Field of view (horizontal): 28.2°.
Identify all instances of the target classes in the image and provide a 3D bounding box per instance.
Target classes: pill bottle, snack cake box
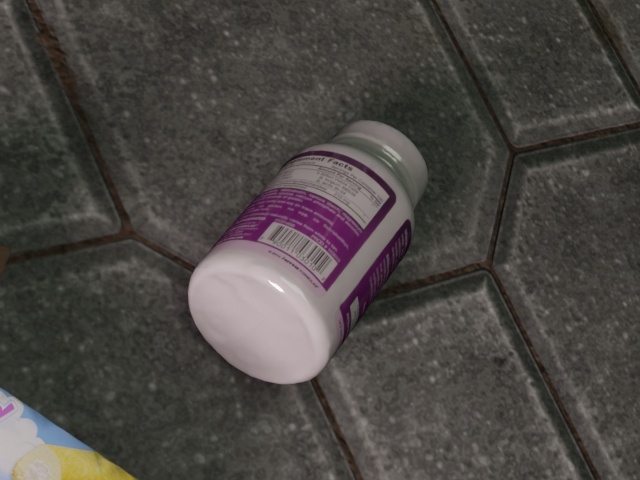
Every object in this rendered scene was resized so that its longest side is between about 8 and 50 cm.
[{"bbox_3d":[0.000,0.000,1.383,0.169,0.169,0.301,43,48,-5],"label":"pill bottle"},{"bbox_3d":[-0.286,0.203,1.079,0.264,0.152,0.089,36,49,-12],"label":"snack cake box"}]

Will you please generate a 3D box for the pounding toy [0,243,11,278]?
[{"bbox_3d":[-0.377,0.018,1.126,0.181,0.206,0.094,20,85,0],"label":"pounding toy"}]
